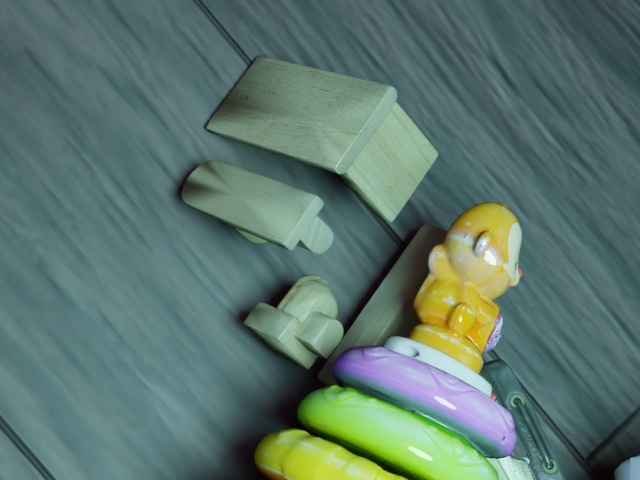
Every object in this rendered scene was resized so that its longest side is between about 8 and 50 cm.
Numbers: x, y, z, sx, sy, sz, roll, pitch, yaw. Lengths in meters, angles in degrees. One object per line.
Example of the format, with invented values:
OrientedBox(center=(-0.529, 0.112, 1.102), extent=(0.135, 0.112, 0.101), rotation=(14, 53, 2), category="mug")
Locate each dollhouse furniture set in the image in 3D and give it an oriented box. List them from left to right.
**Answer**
OrientedBox(center=(0.000, 0.000, 0.836), extent=(0.144, 0.123, 0.151), rotation=(-54, 131, -13), category="dollhouse furniture set")

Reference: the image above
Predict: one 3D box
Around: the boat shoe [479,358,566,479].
OrientedBox(center=(0.141, 0.171, 0.820), extent=(0.073, 0.080, 0.223), rotation=(-34, 87, -9), category="boat shoe")

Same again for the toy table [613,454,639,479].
OrientedBox(center=(0.307, 0.199, 0.784), extent=(0.274, 0.252, 0.161), rotation=(-2, 67, -2), category="toy table")

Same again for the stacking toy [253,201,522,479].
OrientedBox(center=(0.038, 0.114, 0.740), extent=(0.166, 0.175, 0.302), rotation=(24, 77, 14), category="stacking toy")
